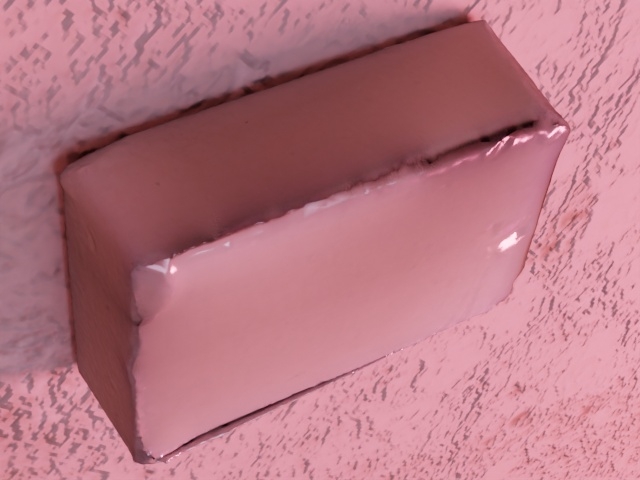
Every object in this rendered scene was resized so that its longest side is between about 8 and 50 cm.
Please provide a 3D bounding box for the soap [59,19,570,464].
[{"bbox_3d":[0.000,0.000,0.452,0.183,0.064,0.121,-22,144,-26],"label":"soap"}]
